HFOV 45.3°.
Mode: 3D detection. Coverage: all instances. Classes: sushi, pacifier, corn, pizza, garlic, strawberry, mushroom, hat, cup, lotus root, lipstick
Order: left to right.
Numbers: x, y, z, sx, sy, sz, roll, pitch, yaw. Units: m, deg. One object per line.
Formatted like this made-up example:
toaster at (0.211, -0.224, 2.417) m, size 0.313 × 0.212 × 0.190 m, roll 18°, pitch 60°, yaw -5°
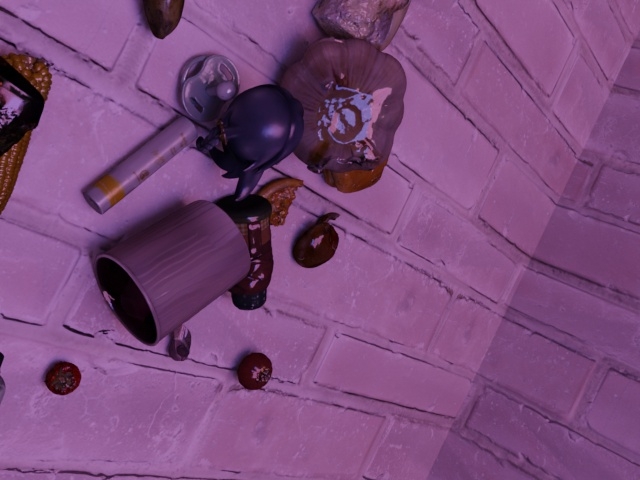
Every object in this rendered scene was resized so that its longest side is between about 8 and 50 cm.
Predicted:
sushi at (-0.542, -0.234, 1.171) m, size 0.225 × 0.136 × 0.126 m, roll 42°, pitch 98°, yaw -13°
corn at (-0.541, -0.166, 1.294) m, size 0.102 × 0.102 × 0.313 m, roll 13°, pitch 98°, yaw -51°
strawberry at (-0.528, 0.285, 1.590) m, size 0.073 × 0.073 × 0.083 m, roll -63°, pitch 178°, yaw -3°
lipstick at (-0.358, -0.155, 1.547) m, size 0.264 × 0.059 × 0.059 m, roll -44°, pitch 137°, yaw -24°
lotus root at (-0.292, -0.467, 1.431) m, size 0.080 × 0.089 × 0.179 m, roll -4°, pitch 123°, yaw -16°
hat at (-0.337, 0.243, 1.807) m, size 0.058 × 0.042 × 0.087 m, roll 1°, pitch 75°, yaw -57°
cup at (-0.301, 0.088, 1.619) m, size 0.273 × 0.208 × 0.288 m, roll -37°, pitch 126°, yaw -33°
pacifier at (-0.218, -0.318, 1.577) m, size 0.150 × 0.116 × 0.127 m, roll -45°, pitch 123°, yaw -19°
pizza at (-0.109, -0.086, 1.886) m, size 0.178 × 0.041 × 0.131 m, roll -20°, pitch 125°, yaw -42°
mushroom at (0.002, 0.001, 2.030) m, size 0.171 × 0.080 × 0.135 m, roll -61°, pitch 152°, yaw 0°
garlic at (0.048, -0.311, 1.769) m, size 0.321 × 0.241 × 0.322 m, roll -5°, pitch 102°, yaw -27°

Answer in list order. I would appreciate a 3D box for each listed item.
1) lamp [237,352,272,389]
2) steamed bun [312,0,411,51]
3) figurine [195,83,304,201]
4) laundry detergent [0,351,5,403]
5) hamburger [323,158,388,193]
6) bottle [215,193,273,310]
lamp at (-0.171, 0.342, 2.004) m, size 0.101 × 0.090 × 0.101 m, roll -24°, pitch 123°, yaw -43°
steamed bun at (0.122, -0.560, 1.797) m, size 0.200 × 0.170 × 0.226 m, roll 35°, pitch 82°, yaw -46°
figurine at (-0.145, -0.215, 1.618) m, size 0.265 × 0.175 × 0.197 m, roll -48°, pitch 177°, yaw 36°
laundry detergent at (-0.655, 0.312, 1.446) m, size 0.099 × 0.070 × 0.226 m, roll 21°, pitch 92°, yaw -44°
hamburger at (0.090, -0.228, 1.994) m, size 0.213 × 0.108 × 0.214 m, roll -31°, pitch 136°, yaw -36°
bottle at (-0.179, 0.033, 1.796) m, size 0.156 × 0.143 × 0.271 m, roll -77°, pitch 168°, yaw -64°
